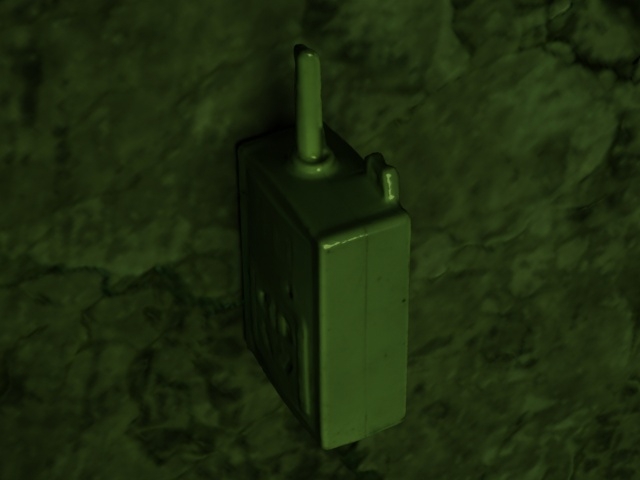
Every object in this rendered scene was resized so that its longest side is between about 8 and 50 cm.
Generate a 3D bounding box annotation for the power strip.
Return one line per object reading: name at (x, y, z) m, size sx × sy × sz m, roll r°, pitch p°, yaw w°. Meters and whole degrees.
power strip at (0.000, 0.000, 0.730) m, size 0.042 × 0.075 × 0.175 m, roll -18°, pitch 131°, yaw -20°
